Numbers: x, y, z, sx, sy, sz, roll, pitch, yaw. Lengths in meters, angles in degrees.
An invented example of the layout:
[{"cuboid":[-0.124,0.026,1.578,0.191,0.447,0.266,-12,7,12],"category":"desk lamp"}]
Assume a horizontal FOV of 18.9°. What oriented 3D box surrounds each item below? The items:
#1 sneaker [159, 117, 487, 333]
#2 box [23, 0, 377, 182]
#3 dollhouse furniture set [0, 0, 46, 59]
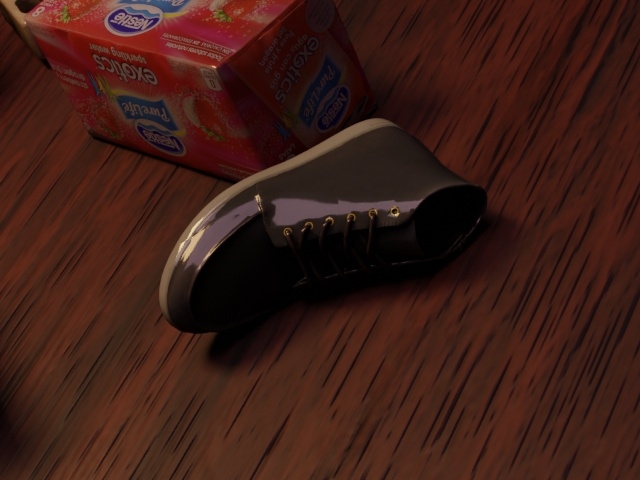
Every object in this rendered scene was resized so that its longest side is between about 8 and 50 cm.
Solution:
[{"cuboid":[0.000,0.000,1.306,0.222,0.083,0.118,-37,37,-16],"category":"sneaker"},{"cuboid":[-0.097,-0.142,1.509,0.257,0.128,0.122,19,55,45],"category":"box"},{"cuboid":[-0.298,-0.267,1.734,0.374,0.201,0.152,-32,35,-7],"category":"dollhouse furniture set"}]
